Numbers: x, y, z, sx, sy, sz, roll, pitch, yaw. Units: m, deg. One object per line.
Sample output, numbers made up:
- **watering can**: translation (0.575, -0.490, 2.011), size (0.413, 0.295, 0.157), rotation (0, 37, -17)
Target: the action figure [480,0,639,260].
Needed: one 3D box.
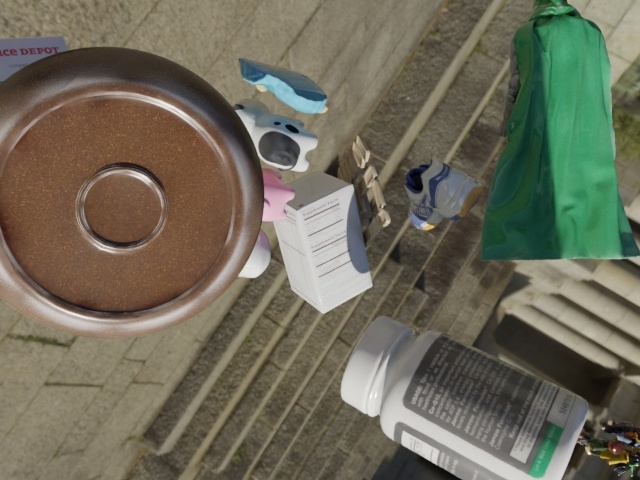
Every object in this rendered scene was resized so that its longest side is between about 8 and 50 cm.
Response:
- **action figure**: translation (0.198, -0.100, 0.488), size (0.063, 0.137, 0.232), rotation (-166, -104, -83)

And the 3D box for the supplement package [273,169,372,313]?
- **supplement package**: translation (0.000, 0.000, 1.197), size (0.134, 0.139, 0.244), rotation (-27, 122, -23)

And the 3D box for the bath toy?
- **bath toy**: translation (-0.117, -0.099, 0.912), size (0.129, 0.151, 0.348), rotation (1, 119, -40)

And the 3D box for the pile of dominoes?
- **pile of dominoes**: translation (0.096, -0.096, 1.177), size (0.040, 0.196, 0.251), rotation (-11, 168, -12)

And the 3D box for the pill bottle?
- **pill bottle**: translation (0.229, 0.276, 0.968), size (0.204, 0.361, 0.204), rotation (-45, 148, -38)

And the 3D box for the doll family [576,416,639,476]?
- **doll family**: translation (0.552, 0.364, 1.033), size (0.193, 0.076, 0.111), rotation (-13, 180, -26)

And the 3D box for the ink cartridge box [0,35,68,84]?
- **ink cartridge box**: translation (-0.436, -0.183, 0.858), size (0.092, 0.219, 0.160), rotation (-9, -169, 42)

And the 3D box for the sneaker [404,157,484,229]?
- **sneaker**: translation (0.233, -0.107, 1.220), size (0.112, 0.131, 0.296), rotation (-52, -177, -12)

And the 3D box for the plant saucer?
- **plant saucer**: translation (-0.202, -0.036, 0.590), size (0.310, 0.310, 0.050), rotation (-58, -154, 1)
